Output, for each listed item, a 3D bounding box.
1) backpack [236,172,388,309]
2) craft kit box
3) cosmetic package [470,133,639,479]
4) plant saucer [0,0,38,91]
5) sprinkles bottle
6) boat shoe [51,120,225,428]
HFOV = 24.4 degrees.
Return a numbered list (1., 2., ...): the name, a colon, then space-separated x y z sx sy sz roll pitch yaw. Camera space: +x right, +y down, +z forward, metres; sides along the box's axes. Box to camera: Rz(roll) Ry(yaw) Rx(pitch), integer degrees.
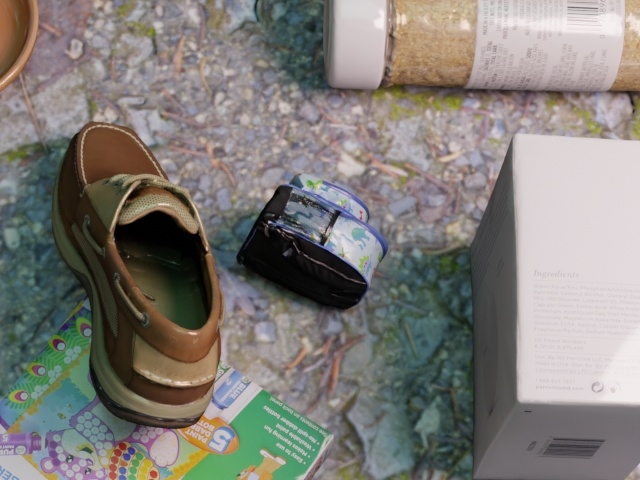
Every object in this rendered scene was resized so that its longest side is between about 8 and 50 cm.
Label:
1. backpack: 0.000 0.000 1.298 0.114 0.105 0.084 30 64 -4
2. craft kit box: -0.158 0.196 1.228 0.250 0.061 0.246 32 70 10
3. cosmetic package: 0.206 0.063 1.219 0.138 0.224 0.224 2 66 -3
4. plant saucer: -0.365 -0.201 1.396 0.200 0.037 0.200 2 66 -4
5. sprinkles bottle: 0.182 -0.198 1.389 0.356 0.121 0.121 1 66 -4
6. boat shoe: -0.140 0.004 1.231 0.123 0.120 0.324 3 42 -27
